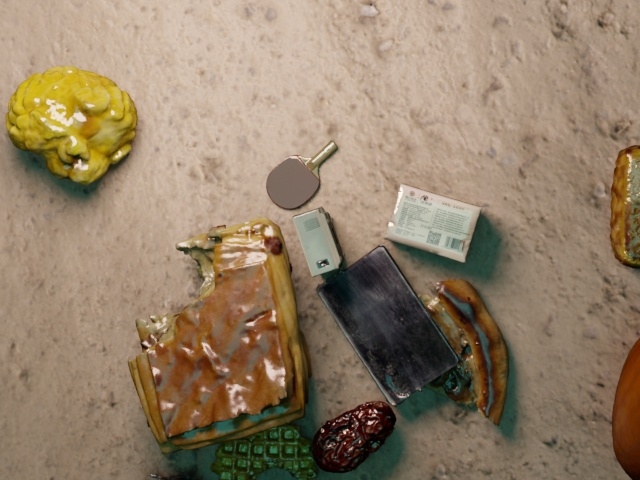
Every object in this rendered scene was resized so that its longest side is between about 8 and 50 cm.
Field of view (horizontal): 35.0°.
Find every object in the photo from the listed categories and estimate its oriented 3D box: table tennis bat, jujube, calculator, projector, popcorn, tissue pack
[{"bbox_3d":[-0.031,-0.125,1.859,0.156,0.013,0.087,-43,86,7],"label":"table tennis bat"},{"bbox_3d":[0.063,0.354,1.828,0.165,0.104,0.104,-28,89,4],"label":"jujube"},{"bbox_3d":[0.120,0.152,1.819,0.161,0.021,0.262,-35,82,19],"label":"calculator"},{"bbox_3d":[0.000,0.000,1.792,0.061,0.147,0.115,-20,90,5],"label":"projector"},{"bbox_3d":[-0.449,-0.203,1.831,0.200,0.226,0.203,42,140,35],"label":"popcorn"},{"bbox_3d":[0.198,-0.031,1.795,0.148,0.099,0.106,17,92,5],"label":"tissue pack"}]

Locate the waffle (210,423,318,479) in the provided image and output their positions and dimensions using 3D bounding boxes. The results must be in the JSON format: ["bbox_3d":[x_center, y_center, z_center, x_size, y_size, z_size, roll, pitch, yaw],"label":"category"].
[{"bbox_3d":[-0.105,0.410,1.868,0.194,0.051,0.149,-32,87,6],"label":"waffle"}]

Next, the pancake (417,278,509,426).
[{"bbox_3d":[0.247,0.185,1.818,0.257,0.056,0.212,27,97,5],"label":"pancake"}]

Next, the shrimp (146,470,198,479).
[{"bbox_3d":[-0.247,0.466,1.881,0.165,0.065,0.057,25,62,9],"label":"shrimp"}]

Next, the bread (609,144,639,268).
[{"bbox_3d":[0.596,-0.060,1.759,0.181,0.096,0.222,3,93,8],"label":"bread"}]

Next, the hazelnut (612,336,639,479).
[{"bbox_3d":[0.651,0.266,1.657,0.365,0.366,0.366,0,92,6],"label":"hazelnut"}]

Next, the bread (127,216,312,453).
[{"bbox_3d":[-0.172,0.167,1.801,0.314,0.191,0.370,-16,78,11],"label":"bread"}]
